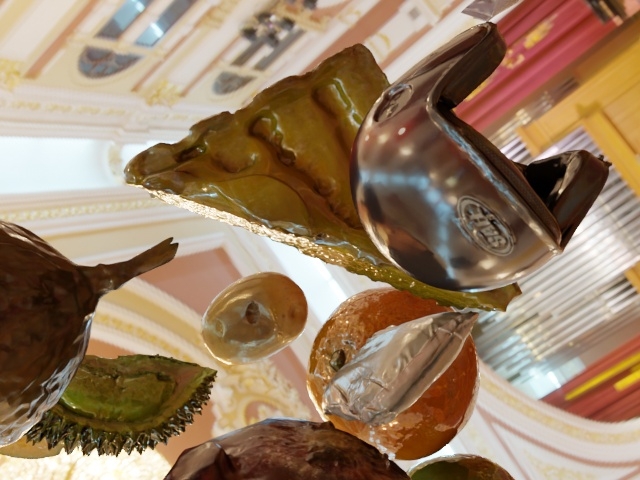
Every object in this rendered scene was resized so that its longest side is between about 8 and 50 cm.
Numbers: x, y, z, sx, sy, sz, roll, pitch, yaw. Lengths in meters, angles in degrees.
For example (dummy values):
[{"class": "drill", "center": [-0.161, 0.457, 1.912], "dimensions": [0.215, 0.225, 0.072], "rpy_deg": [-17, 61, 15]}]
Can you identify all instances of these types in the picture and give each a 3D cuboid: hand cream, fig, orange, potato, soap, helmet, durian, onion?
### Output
[{"class": "hand cream", "center": [0.276, -0.366, 1.151], "dimensions": [0.053, 0.142, 0.084], "rpy_deg": [57, 178, -30]}, {"class": "fig", "center": [-0.340, 0.065, 0.917], "dimensions": [0.286, 0.369, 0.286], "rpy_deg": [63, -177, -6]}, {"class": "orange", "center": [0.128, 0.231, 1.410], "dimensions": [0.312, 0.312, 0.312], "rpy_deg": [41, -155, -24]}, {"class": "fig", "center": [0.245, 0.518, 1.372], "dimensions": [0.258, 0.258, 0.326], "rpy_deg": [46, -168, -14]}, {"class": "potato", "center": [-0.123, 0.143, 1.508], "dimensions": [0.150, 0.234, 0.146], "rpy_deg": [59, -154, -14]}, {"class": "soap", "center": [0.000, 0.000, 0.880], "dimensions": [0.338, 0.304, 0.169], "rpy_deg": [59, 171, 8]}, {"class": "helmet", "center": [0.121, -0.057, 0.661], "dimensions": [0.189, 0.193, 0.216], "rpy_deg": [46, -163, -20]}, {"class": "durian", "center": [-0.345, 0.243, 1.221], "dimensions": [0.352, 0.158, 0.169], "rpy_deg": [11, -114, -14]}, {"class": "onion", "center": [-0.060, 0.466, 1.060], "dimensions": [0.399, 0.420, 0.398], "rpy_deg": [20, -163, -6]}]

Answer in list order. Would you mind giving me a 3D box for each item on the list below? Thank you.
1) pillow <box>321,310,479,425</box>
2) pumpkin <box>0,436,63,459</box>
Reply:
[{"class": "pillow", "center": [0.088, 0.157, 0.992], "dimensions": [0.067, 0.173, 0.270], "rpy_deg": [44, 166, -3]}, {"class": "pumpkin", "center": [-0.471, 0.268, 1.337], "dimensions": [0.149, 0.254, 0.130], "rpy_deg": [45, -147, -31]}]
